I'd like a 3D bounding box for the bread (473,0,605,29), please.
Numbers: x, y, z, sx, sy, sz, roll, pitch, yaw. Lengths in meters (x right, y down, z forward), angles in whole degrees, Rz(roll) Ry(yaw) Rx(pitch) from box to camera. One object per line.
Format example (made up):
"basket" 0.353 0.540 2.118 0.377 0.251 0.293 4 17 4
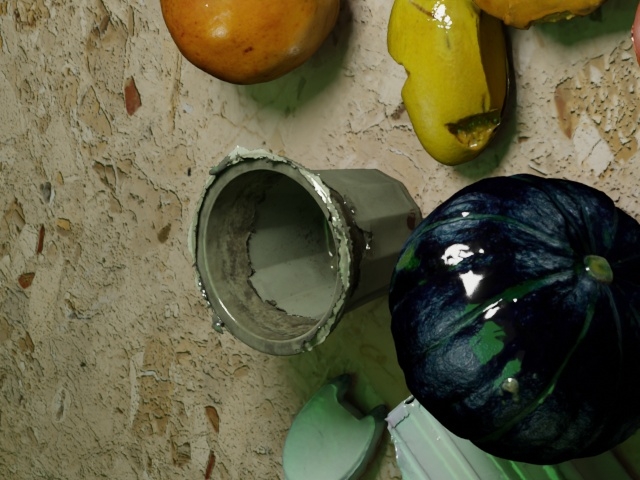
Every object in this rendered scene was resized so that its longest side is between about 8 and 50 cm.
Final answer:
"bread" 0.284 -0.390 1.774 0.268 0.145 0.268 13 111 35

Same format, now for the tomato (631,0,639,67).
"tomato" 0.456 -0.240 1.618 0.208 0.208 0.184 50 132 20

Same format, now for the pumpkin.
"pumpkin" 0.259 0.089 1.769 0.363 0.363 0.266 56 142 16

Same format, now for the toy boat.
"toy boat" 0.022 0.304 2.215 0.134 0.079 0.208 37 111 20

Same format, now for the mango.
"mango" 0.168 -0.226 1.921 0.167 0.130 0.262 -1 104 46

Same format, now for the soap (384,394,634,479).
"soap" 0.283 0.366 1.939 0.446 0.156 0.261 53 128 17

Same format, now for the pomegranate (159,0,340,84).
"pomegranate" -0.094 -0.353 2.044 0.264 0.264 0.264 11 107 38

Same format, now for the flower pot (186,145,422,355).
"flower pot" 0.000 0.000 2.028 0.290 0.259 0.290 10 105 39
